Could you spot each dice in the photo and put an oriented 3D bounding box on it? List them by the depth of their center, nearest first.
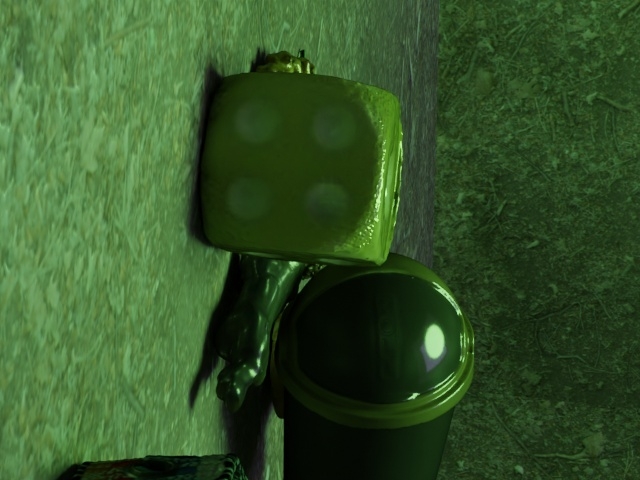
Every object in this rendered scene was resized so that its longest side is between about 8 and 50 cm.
[{"bbox_3d":[-0.014,-0.064,1.501,0.169,0.169,0.166,39,58,-80],"label":"dice"}]

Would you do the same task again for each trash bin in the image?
[{"bbox_3d":[0.052,0.163,1.719,0.214,0.214,0.334,-73,173,-53],"label":"trash bin"}]

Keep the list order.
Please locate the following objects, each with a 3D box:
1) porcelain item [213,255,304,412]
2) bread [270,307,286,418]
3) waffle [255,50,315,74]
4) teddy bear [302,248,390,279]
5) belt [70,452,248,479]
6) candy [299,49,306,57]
[{"bbox_3d":[-0.069,0.093,1.575,0.216,0.069,0.081,-75,180,-50],"label":"porcelain item"},{"bbox_3d":[-0.025,0.145,1.911,0.149,0.073,0.122,-69,157,-66],"label":"bread"},{"bbox_3d":[-0.035,-0.109,1.678,0.191,0.038,0.191,2,90,-70],"label":"waffle"},{"bbox_3d":[0.020,0.001,1.890,0.251,0.129,0.182,51,45,-78],"label":"teddy bear"},{"bbox_3d":[-0.113,0.265,1.160,0.257,0.150,0.207,85,4,-54],"label":"belt"},{"bbox_3d":[-0.022,-0.157,1.825,0.049,0.055,0.185,92,0,-48],"label":"candy"}]
